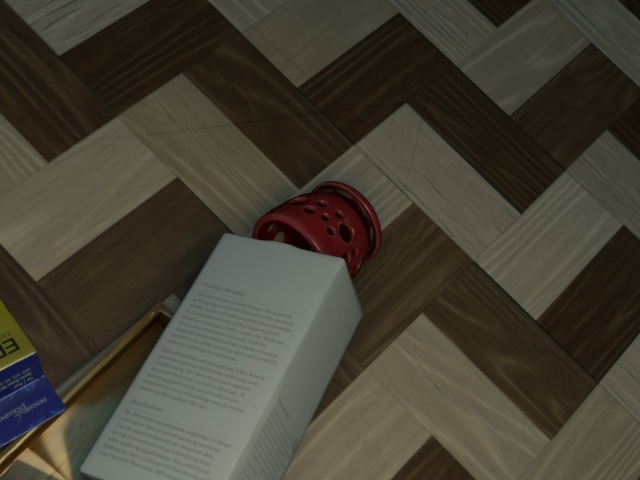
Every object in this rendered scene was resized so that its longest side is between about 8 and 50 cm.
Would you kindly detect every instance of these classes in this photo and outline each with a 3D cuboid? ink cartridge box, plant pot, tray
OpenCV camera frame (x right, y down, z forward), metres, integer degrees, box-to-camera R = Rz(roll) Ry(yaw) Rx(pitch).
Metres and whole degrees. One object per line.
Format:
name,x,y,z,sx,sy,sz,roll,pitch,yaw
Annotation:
ink cartridge box,-0.600,0.208,1.550,0.303,0.072,0.307,-29,58,-28
plant pot,0.000,0.000,1.816,0.191,0.191,0.174,47,52,9
tray,-0.329,0.310,1.622,0.203,0.076,0.411,42,61,5

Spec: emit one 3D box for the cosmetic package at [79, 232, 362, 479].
cosmetic package,-0.135,0.221,1.541,0.230,0.161,0.453,12,56,26
